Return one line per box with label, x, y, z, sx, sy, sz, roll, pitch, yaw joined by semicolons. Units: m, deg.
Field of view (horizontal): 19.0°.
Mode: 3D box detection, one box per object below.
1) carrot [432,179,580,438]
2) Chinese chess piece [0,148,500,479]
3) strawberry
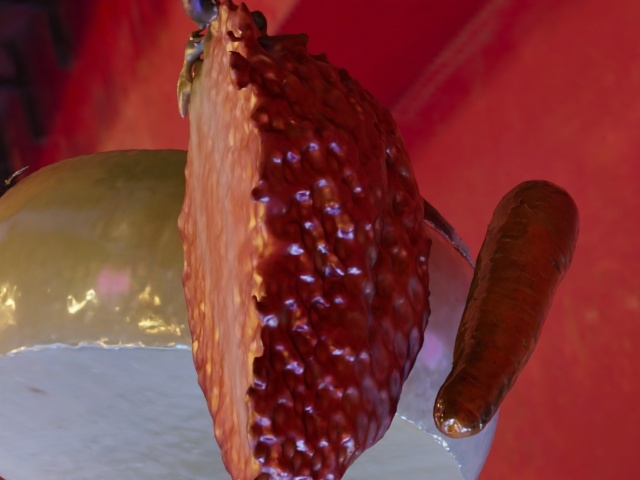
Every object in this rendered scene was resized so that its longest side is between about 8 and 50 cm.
carrot;0.085;0.034;0.910;0.191;0.047;0.047;-61;-20;-48
Chinese chess piece;-0.062;0.074;1.187;0.349;0.349;0.146;116;165;-62
strawberry;-0.001;0.002;0.838;0.175;0.106;0.236;136;131;-74
